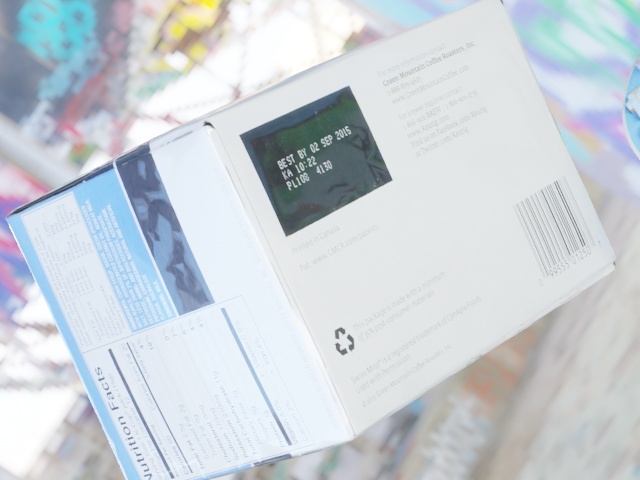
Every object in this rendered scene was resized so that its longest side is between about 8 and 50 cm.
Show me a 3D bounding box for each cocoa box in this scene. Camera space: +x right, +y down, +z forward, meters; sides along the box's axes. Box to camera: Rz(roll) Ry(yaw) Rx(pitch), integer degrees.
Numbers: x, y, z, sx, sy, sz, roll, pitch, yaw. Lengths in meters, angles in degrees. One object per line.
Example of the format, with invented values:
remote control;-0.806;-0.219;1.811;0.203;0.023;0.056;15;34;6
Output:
cocoa box;0.000;0.000;1.386;0.228;0.231;0.347;-21;5;43

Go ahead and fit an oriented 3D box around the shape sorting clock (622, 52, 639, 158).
shape sorting clock;0.386;-0.152;1.885;0.206;0.040;0.206;-23;50;31
